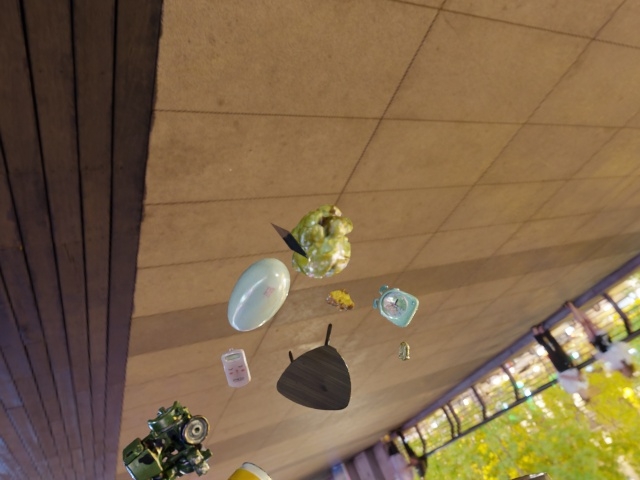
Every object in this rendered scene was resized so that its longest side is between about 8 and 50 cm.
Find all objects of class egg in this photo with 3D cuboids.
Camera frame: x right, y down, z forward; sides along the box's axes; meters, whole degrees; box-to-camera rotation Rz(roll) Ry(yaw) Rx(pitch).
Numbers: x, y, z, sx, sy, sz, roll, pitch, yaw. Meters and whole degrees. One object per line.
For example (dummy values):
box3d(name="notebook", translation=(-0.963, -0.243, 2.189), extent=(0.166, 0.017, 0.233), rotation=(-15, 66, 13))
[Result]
box3d(name="egg", translation=(-0.282, 0.248, 2.116), extent=(0.370, 0.230, 0.230), rotation=(-57, 144, 6))

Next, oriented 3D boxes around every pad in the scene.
box3d(name="pad", translation=(-0.093, 0.001, 1.421), extent=(0.004, 0.193, 0.116), rotation=(-40, 113, -11))

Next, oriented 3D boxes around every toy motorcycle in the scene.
box3d(name="toy motorcycle", translation=(-0.396, 0.546, 1.158), extent=(0.275, 0.205, 0.127), rotation=(-35, -164, -30))

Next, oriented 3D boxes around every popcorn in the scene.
box3d(name="popcorn", translation=(0.004, -0.005, 1.703), extent=(0.226, 0.276, 0.276), rotation=(-21, 152, -32))

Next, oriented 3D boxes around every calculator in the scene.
box3d(name="calculator", translation=(-0.365, 0.548, 2.022), extent=(0.100, 0.174, 0.032), rotation=(-15, -175, -7))

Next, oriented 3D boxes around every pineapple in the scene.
box3d(name="pineapple", translation=(0.099, 0.278, 2.195), extent=(0.116, 0.137, 0.069), rotation=(-61, 177, -42))

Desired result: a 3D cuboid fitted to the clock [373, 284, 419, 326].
box3d(name="clock", translation=(0.336, 0.287, 2.101), extent=(0.148, 0.189, 0.060), rotation=(-60, 160, 3))

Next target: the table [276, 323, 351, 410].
box3d(name="table", translation=(0.002, 0.522, 2.025), extent=(0.318, 0.249, 0.316), rotation=(1, 109, 2))

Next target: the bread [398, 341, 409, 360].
box3d(name="bread", translation=(0.379, 0.499, 2.113), extent=(0.049, 0.087, 0.034), rotation=(1, -177, 41))

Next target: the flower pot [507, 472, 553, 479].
box3d(name="flower pot", translation=(0.595, 0.757, 1.315), extent=(0.269, 0.166, 0.269), rotation=(-13, 156, -6))

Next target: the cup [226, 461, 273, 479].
box3d(name="cup", translation=(-0.255, 0.790, 1.326), extent=(0.280, 0.196, 0.196), rotation=(-43, 170, -48))
